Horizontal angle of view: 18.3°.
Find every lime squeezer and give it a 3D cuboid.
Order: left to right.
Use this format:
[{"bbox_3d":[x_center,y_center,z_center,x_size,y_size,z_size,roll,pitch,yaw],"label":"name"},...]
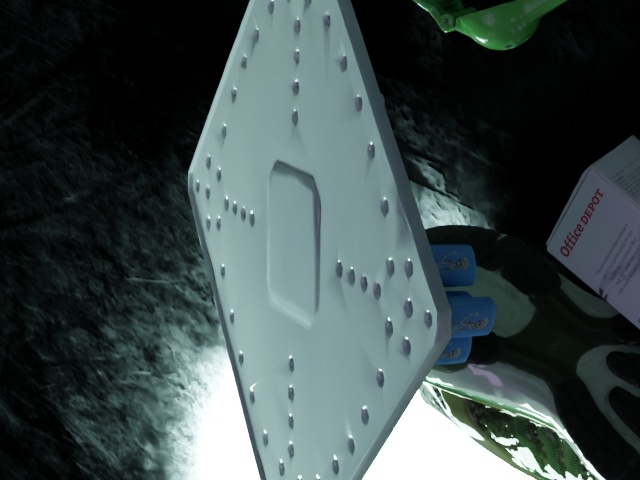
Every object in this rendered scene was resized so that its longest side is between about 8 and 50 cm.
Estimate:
[{"bbox_3d":[0.097,-0.195,1.384,0.310,0.059,0.110,27,137,35],"label":"lime squeezer"}]

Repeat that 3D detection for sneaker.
[{"bbox_3d":[0.211,0.143,1.491,0.410,0.158,0.182,35,154,34],"label":"sneaker"}]

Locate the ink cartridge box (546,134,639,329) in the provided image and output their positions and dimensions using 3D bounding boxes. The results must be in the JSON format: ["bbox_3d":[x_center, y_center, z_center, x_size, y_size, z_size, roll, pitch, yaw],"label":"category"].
[{"bbox_3d":[0.237,0.007,1.391,0.135,0.056,0.099,42,143,16],"label":"ink cartridge box"}]

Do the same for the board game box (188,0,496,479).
[{"bbox_3d":[0.000,0.000,1.507,0.390,0.050,0.390,115,145,-52],"label":"board game box"}]
